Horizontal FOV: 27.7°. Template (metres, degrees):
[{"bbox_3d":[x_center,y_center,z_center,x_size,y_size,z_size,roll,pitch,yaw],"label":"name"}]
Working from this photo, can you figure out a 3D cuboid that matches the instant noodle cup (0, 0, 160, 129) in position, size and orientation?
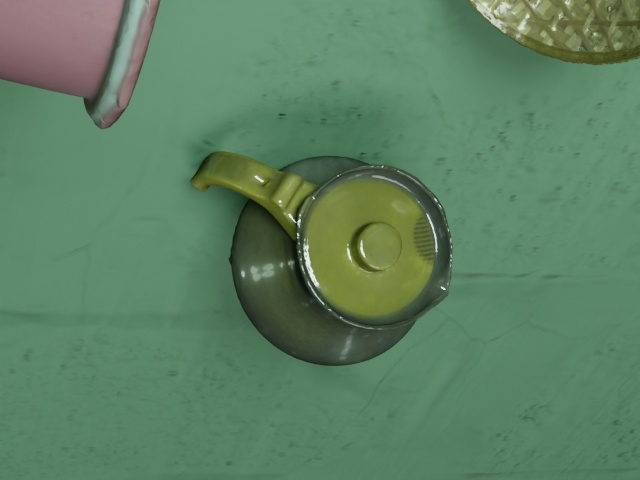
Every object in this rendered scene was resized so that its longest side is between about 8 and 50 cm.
[{"bbox_3d":[-0.160,-0.169,0.401,0.231,0.243,0.243,7,142,-16],"label":"instant noodle cup"}]

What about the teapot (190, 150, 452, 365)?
[{"bbox_3d":[0.000,0.000,0.780,0.166,0.130,0.119,34,163,-12],"label":"teapot"}]

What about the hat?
[{"bbox_3d":[0.134,-0.165,0.641,0.146,0.067,0.146,22,138,21],"label":"hat"}]
